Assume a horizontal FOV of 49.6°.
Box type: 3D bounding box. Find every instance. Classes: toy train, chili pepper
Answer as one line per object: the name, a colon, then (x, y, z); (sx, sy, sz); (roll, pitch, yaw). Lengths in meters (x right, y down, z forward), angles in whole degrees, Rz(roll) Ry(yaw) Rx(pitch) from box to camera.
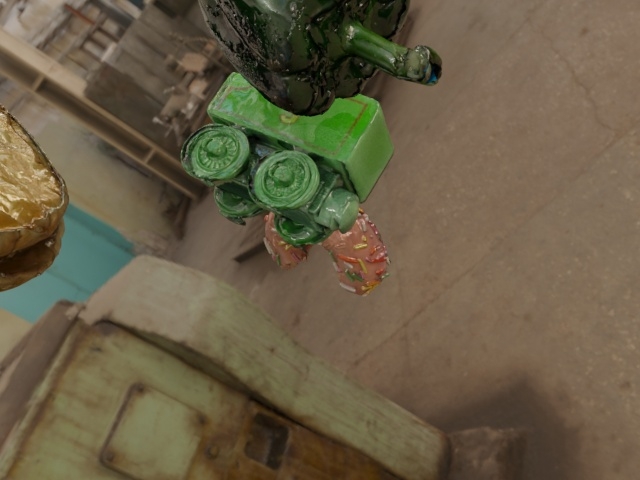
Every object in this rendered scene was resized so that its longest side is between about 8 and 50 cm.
toy train: (-0.042, -0.106, 0.840); (0.243, 0.132, 0.188); (23, 73, 25)
chili pepper: (0.002, -0.195, 0.630); (0.174, 0.261, 0.165); (-19, -31, -46)

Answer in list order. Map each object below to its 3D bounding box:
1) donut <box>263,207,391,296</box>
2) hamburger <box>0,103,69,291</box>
donut: (0.000, 0.000, 1.166); (0.233, 0.199, 0.085); (16, 49, 33)
hamburger: (-0.408, -0.062, 0.717); (0.144, 0.259, 0.283); (-49, 65, 33)
